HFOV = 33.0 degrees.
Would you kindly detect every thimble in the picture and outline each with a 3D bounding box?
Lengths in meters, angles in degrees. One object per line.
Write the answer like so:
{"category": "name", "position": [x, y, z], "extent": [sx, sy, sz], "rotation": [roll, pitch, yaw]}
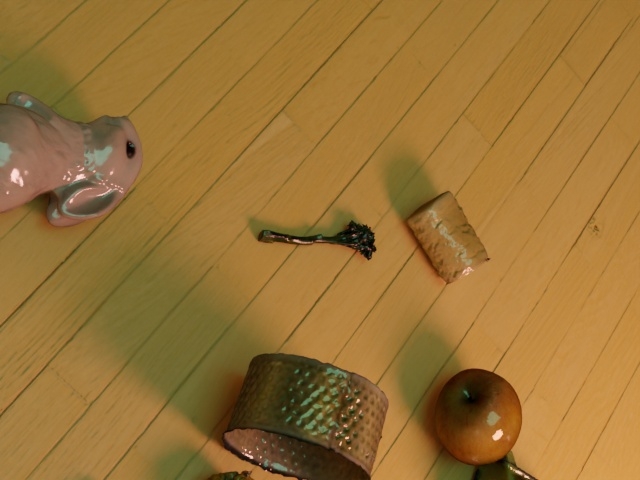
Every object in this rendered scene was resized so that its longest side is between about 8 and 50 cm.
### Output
{"category": "thimble", "position": [-0.025, 0.314, 1.868], "extent": [0.271, 0.271, 0.150], "rotation": [29, 62, -22]}

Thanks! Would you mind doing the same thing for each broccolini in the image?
{"category": "broccolini", "position": [0.003, -0.007, 2.089], "extent": [0.254, 0.057, 0.071], "rotation": [4, 33, -33]}

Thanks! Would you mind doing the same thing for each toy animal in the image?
{"category": "toy animal", "position": [-0.457, -0.124, 1.778], "extent": [0.357, 0.194, 0.258], "rotation": [8, 64, -37]}

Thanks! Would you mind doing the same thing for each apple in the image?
{"category": "apple", "position": [0.310, 0.350, 2.115], "extent": [0.182, 0.182, 0.155], "rotation": [-56, 137, -28]}

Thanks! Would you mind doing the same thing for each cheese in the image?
{"category": "cheese", "position": [0.263, -0.006, 2.217], "extent": [0.123, 0.094, 0.167], "rotation": [-34, 96, -31]}

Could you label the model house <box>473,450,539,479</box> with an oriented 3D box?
{"category": "model house", "position": [0.416, 0.515, 2.132], "extent": [0.194, 0.170, 0.211], "rotation": [33, 32, -18]}

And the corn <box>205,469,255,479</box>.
{"category": "corn", "position": [-0.160, 0.547, 1.822], "extent": [0.102, 0.102, 0.313], "rotation": [10, 73, -29]}
